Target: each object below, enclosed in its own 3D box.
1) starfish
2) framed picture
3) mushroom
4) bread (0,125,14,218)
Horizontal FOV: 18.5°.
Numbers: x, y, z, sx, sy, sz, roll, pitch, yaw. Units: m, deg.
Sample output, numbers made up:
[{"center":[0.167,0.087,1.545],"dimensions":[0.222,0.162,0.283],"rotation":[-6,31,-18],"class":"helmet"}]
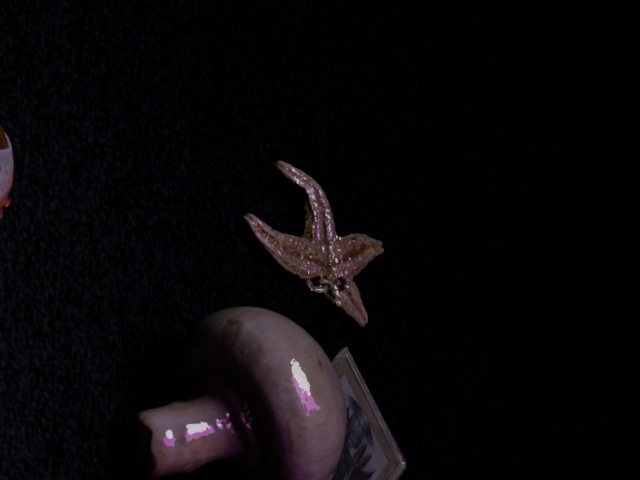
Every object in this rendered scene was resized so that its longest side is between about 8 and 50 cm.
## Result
[{"center":[0.002,-0.002,2.276],"dimensions":[0.247,0.050,0.138],"rotation":[43,42,-42],"class":"starfish"},{"center":[0.018,0.249,2.220],"dimensions":[0.173,0.010,0.231],"rotation":[63,35,-17],"class":"framed picture"},{"center":[-0.077,0.162,1.957],"dimensions":[0.209,0.206,0.206],"rotation":[12,66,-46],"class":"mushroom"},{"center":[-0.368,-0.066,1.651],"dimensions":[0.212,0.142,0.224],"rotation":[13,43,-40],"class":"bread"}]
